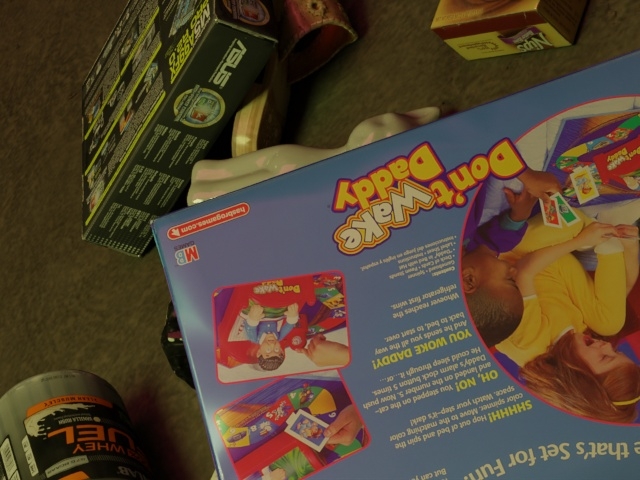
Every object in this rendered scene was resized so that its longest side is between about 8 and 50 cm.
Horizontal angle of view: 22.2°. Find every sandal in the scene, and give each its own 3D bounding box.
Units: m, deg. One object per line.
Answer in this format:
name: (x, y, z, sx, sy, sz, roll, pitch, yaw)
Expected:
sandal: (-0.008, -0.165, 1.385, 0.079, 0.088, 0.240, 7, 72, 16)

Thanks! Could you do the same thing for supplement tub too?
supplement tub: (-0.183, 0.195, 1.240, 0.117, 0.117, 0.190, -47, 38, 11)

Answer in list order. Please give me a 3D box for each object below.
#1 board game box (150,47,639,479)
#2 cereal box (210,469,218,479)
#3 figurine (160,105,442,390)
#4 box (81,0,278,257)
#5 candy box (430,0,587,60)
board game box: (0.104, 0.047, 0.889, 0.347, 0.078, 0.233, -19, 67, 6)
cereal box: (0.035, 0.116, 1.012, 0.047, 0.173, 0.240, 10, 69, 52)
figurine: (0.000, 0.000, 1.228, 0.209, 0.092, 0.215, -16, 50, 30)
box: (-0.132, -0.153, 1.432, 0.270, 0.060, 0.216, -54, 30, 35)
candy box: (0.163, -0.233, 1.245, 0.109, 0.053, 0.187, -3, 59, 48)
